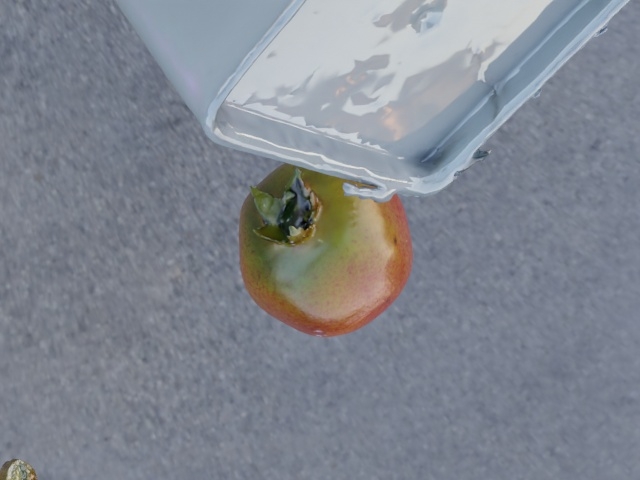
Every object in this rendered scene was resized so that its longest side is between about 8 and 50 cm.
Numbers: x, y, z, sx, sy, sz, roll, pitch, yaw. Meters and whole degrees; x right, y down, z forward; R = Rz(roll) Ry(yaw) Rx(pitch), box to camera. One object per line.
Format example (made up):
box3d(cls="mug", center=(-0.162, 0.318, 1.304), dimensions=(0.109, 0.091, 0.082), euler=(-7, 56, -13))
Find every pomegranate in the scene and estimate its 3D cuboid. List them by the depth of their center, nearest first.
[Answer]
box3d(cls="pomegranate", center=(0.000, 0.000, 1.307), dimensions=(0.221, 0.221, 0.257), euler=(-46, 153, 5))

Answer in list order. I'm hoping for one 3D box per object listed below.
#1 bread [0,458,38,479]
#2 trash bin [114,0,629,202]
box3d(cls="bread", center=(-0.317, 0.305, 1.074), dimensions=(0.054, 0.154, 0.136), euler=(16, 150, -33))
box3d(cls="trash bin", center=(-0.007, -0.232, 0.551), dimensions=(0.296, 0.367, 0.256), euler=(-45, 146, 24))
